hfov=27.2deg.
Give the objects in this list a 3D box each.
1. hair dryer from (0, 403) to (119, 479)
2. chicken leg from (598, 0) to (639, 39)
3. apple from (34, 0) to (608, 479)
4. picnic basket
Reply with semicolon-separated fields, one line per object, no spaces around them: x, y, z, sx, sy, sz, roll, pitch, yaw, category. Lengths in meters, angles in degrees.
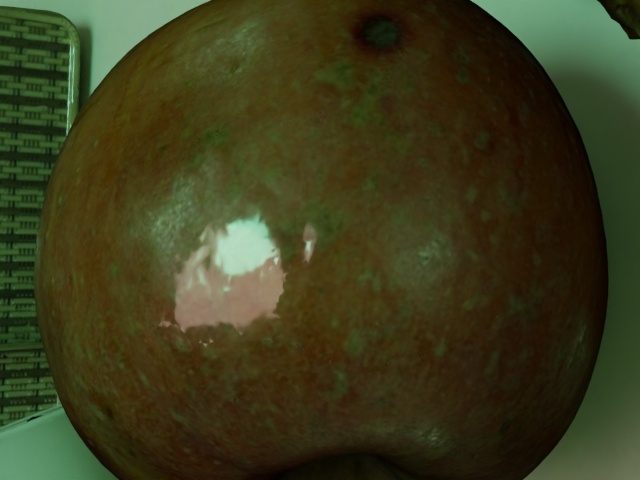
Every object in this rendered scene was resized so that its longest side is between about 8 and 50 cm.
-0.206;0.224;0.884;0.362;0.128;0.203;-22;89;60;hair dryer
0.114;-0.129;0.550;0.087;0.107;0.251;-31;67;-3;chicken leg
0.000;0.000;0.565;0.253;0.253;0.254;-1;89;49;apple
-0.296;-0.009;0.913;0.175;0.228;0.313;6;93;52;picnic basket
